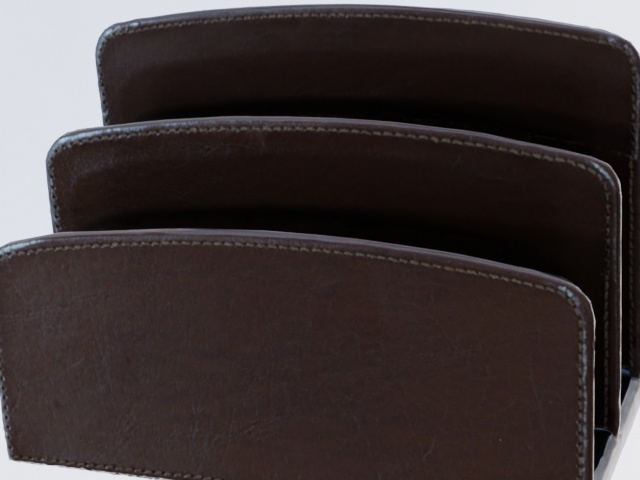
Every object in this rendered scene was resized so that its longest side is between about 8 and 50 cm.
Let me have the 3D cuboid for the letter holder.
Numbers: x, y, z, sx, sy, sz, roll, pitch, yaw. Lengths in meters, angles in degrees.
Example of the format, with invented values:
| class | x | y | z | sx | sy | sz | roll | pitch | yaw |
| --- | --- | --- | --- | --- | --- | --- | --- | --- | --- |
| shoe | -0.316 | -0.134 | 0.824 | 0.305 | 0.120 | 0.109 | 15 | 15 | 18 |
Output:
| class | x | y | z | sx | sy | sz | roll | pitch | yaw |
| --- | --- | --- | --- | --- | --- | --- | --- | --- | --- |
| letter holder | 0.000 | 0.000 | 0.808 | 0.302 | 0.152 | 0.214 | 4 | -70 | 20 |
